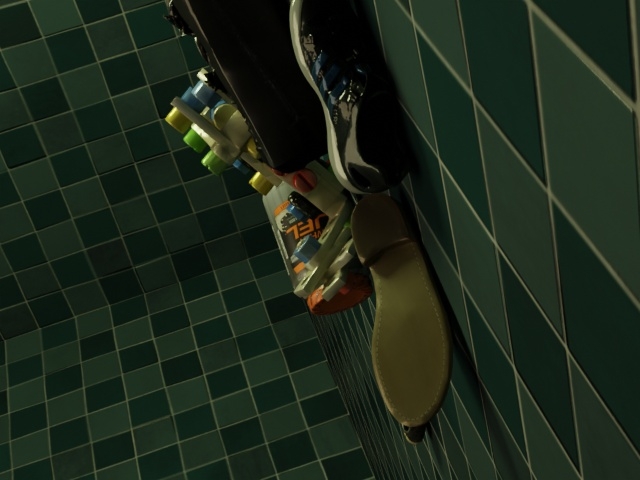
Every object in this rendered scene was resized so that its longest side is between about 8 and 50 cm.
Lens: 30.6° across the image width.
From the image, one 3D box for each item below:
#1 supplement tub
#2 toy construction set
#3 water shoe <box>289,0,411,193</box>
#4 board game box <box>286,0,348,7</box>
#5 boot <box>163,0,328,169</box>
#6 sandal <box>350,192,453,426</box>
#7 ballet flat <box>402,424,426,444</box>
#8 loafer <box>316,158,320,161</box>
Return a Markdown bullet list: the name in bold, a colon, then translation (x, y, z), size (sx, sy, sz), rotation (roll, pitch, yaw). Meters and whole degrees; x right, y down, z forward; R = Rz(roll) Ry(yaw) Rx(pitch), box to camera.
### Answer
- **supplement tub**: translation (0.000, 0.000, 1.626), size (0.117, 0.117, 0.190), rotation (83, 167, -69)
- **toy construction set**: translation (-0.048, -0.083, 1.461), size (0.328, 0.151, 0.215), rotation (54, 180, -11)
- **water shoe**: translation (0.036, -0.144, 1.064), size (0.080, 0.073, 0.203), rotation (-5, 105, 58)
- **board game box**: translation (-0.049, -0.365, 1.146), size (0.193, 0.053, 0.305), rotation (78, 173, -60)
- **boot**: translation (-0.091, -0.291, 1.308), size (0.445, 0.146, 0.367), rotation (53, -160, 0)
- **sandal**: translation (0.097, 0.069, 1.173), size (0.079, 0.088, 0.240), rotation (19, -128, -55)
- **ballet flat**: translation (0.112, 0.220, 1.577), size (0.173, 0.049, 0.057), rotation (76, 174, -46)
- **loafer**: translation (-0.037, -0.172, 1.615), size (0.220, 0.080, 0.078), rotation (91, -179, -57)
